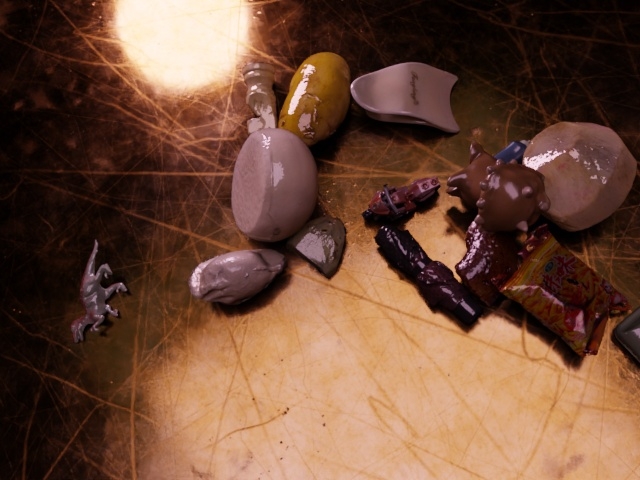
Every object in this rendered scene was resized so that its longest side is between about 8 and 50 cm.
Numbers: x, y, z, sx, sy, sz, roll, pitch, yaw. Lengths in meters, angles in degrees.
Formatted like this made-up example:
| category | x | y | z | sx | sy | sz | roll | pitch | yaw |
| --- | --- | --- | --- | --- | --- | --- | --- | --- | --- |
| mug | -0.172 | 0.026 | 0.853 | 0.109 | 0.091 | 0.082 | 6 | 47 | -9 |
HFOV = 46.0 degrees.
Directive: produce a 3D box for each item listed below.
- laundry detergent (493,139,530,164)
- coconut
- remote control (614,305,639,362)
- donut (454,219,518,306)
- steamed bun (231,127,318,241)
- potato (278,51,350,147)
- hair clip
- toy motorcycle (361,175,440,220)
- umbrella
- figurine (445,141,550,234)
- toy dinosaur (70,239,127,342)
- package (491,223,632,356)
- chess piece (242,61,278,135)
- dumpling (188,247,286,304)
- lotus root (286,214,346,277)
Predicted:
| category | x | y | z | sx | sy | sz | roll | pitch | yaw |
| --- | --- | --- | --- | --- | --- | --- | --- | --- | --- |
| laundry detergent | 0.446 | -0.183 | 1.885 | 0.206 | 0.097 | 0.061 | -39 | 60 | -6 |
| coconut | 0.613 | -0.151 | 1.792 | 0.259 | 0.259 | 0.259 | -3 | 70 | 7 |
| remote control | 0.838 | 0.148 | 1.729 | 0.335 | 0.065 | 0.128 | -38 | 68 | -7 |
| donut | 0.395 | 0.039 | 1.784 | 0.187 | 0.126 | 0.144 | -50 | 38 | -2 |
| steamed bun | -0.100 | -0.135 | 1.867 | 0.177 | 0.283 | 0.283 | 2 | 67 | -27 |
| potato | -0.013 | -0.361 | 1.991 | 0.172 | 0.140 | 0.300 | 13 | 66 | 14 |
| hair clip | 0.224 | -0.380 | 1.978 | 0.281 | 0.113 | 0.173 | 0 | 71 | 7 |
| toy motorcycle | 0.203 | -0.105 | 1.880 | 0.212 | 0.118 | 0.084 | -23 | 78 | -1 |
| umbrella | 0.260 | 0.082 | 1.819 | 0.090 | 0.094 | 0.326 | -35 | 69 | -25 |
| figurine | 0.392 | -0.108 | 1.711 | 0.247 | 0.173 | 0.177 | 37 | 123 | 22 |
| toy dinosaur | -0.589 | 0.123 | 1.942 | 0.167 | 0.053 | 0.242 | -22 | 77 | 7 |
| package | 0.555 | 0.124 | 1.739 | 0.288 | 0.108 | 0.223 | 41 | 60 | 13 |
| chess piece | -0.161 | -0.377 | 2.056 | 0.090 | 0.090 | 0.201 | -7 | 81 | 6 |
| dumpling | -0.209 | 0.075 | 1.875 | 0.247 | 0.142 | 0.172 | -15 | 37 | -12 |
| lotus root | -0.002 | -0.002 | 1.897 | 0.143 | 0.070 | 0.144 | 28 | 76 | 16 |
